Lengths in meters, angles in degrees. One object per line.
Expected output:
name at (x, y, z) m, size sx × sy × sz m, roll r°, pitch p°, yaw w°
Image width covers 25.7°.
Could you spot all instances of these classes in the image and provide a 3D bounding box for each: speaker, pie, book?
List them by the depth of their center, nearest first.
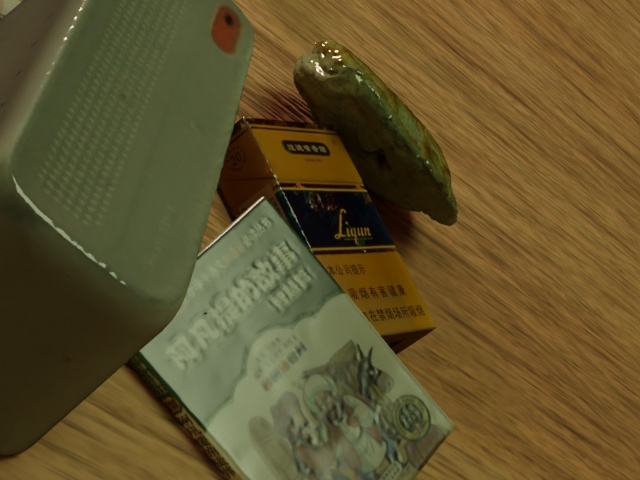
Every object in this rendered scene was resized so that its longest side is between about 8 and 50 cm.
speaker at (-0.179, -0.058, 1.016) m, size 0.183 × 0.184 × 0.406 m, roll 40°, pitch 33°, yaw -22°
book at (-0.024, 0.118, 1.152) m, size 0.264 × 0.027 × 0.202 m, roll 51°, pitch 50°, yaw -5°
pie at (0.059, -0.114, 1.487) m, size 0.248 × 0.090 × 0.201 m, roll 47°, pitch 8°, yaw -33°

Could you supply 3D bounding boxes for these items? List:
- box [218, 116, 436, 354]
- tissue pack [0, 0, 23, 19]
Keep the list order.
box at (-0.001, 0.000, 1.332) m, size 0.152 × 0.070 × 0.237 m, roll -1°, pitch 62°, yaw -55°
tissue pack at (-0.264, -0.203, 1.210) m, size 0.108 × 0.023 × 0.056 m, roll 15°, pitch 47°, yaw -49°
